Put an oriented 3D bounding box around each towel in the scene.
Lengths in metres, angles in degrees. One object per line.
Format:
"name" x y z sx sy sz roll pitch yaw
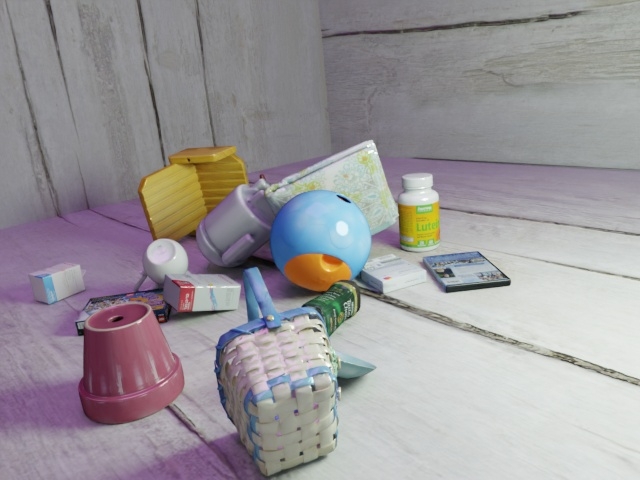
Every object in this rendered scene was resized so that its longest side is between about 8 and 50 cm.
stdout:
"towel" 0.046 -0.115 1.674 0.374 0.321 0.090 -26 39 -1

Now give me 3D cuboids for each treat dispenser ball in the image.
"treat dispenser ball" 0.000 0.000 1.498 0.287 0.289 0.288 -5 17 2

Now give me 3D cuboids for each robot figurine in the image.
"robot figurine" -0.272 -0.044 1.754 0.353 0.199 0.300 -39 28 21

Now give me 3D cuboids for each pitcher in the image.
"pitcher" -0.473 0.091 1.554 0.177 0.207 0.126 -26 68 -19

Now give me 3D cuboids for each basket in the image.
"basket" -0.078 0.219 0.900 0.200 0.255 0.289 -16 38 -20

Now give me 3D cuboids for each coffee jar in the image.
"coffee jar" 0.029 0.165 1.281 0.079 0.096 0.184 8 22 31

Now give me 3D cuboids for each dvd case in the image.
"dvd case" 0.416 0.087 1.537 0.180 0.022 0.253 -6 17 -3

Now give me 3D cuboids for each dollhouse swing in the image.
"dollhouse swing" -0.482 -0.158 2.097 0.314 0.347 0.305 0 27 17

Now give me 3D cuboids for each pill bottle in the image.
"pill bottle" 0.329 -0.097 1.775 0.136 0.246 0.136 -5 17 2

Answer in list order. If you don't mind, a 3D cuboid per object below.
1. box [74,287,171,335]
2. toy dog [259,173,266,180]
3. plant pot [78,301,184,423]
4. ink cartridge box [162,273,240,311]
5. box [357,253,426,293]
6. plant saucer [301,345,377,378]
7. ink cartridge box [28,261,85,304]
"box" -0.534 0.192 1.463 0.232 0.044 0.159 -8 17 -7
"toy dog" -0.236 -0.134 2.002 0.333 0.161 0.220 -28 -12 39
"plant pot" -0.387 0.232 1.060 0.201 0.180 0.201 -4 17 1
"ink cartridge box" -0.324 0.141 1.443 0.175 0.073 0.127 3 9 -35
"box" 0.200 0.094 1.556 0.145 0.038 0.186 -13 18 -21
"plant saucer" 0.015 0.240 1.051 0.194 0.038 0.195 16 -7 2
"ink cartridge box" -0.829 0.130 1.684 0.092 0.090 0.143 7 20 35
